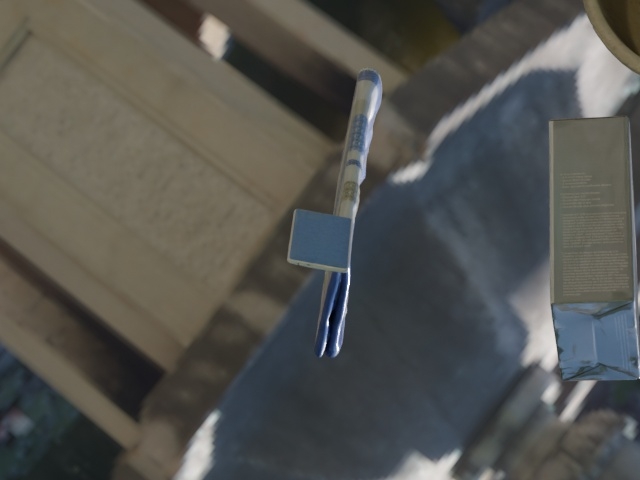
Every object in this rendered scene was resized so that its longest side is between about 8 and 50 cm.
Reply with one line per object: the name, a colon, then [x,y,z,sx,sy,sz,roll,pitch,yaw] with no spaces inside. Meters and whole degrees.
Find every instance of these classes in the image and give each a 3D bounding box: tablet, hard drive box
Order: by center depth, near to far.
tablet: [0.000,0.000,1.481,0.083,0.054,0.006,-84,-175,-56]
hard drive box: [0.298,0.011,1.825,0.181,0.089,0.232,71,20,-56]

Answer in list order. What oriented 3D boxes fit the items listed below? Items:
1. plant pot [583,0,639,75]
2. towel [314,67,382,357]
plant pot: [0.424,-0.173,1.388,0.334,0.334,0.305,-51,137,-7]
towel: [0.033,-0.032,1.914,0.209,0.034,0.285,100,-1,-54]
